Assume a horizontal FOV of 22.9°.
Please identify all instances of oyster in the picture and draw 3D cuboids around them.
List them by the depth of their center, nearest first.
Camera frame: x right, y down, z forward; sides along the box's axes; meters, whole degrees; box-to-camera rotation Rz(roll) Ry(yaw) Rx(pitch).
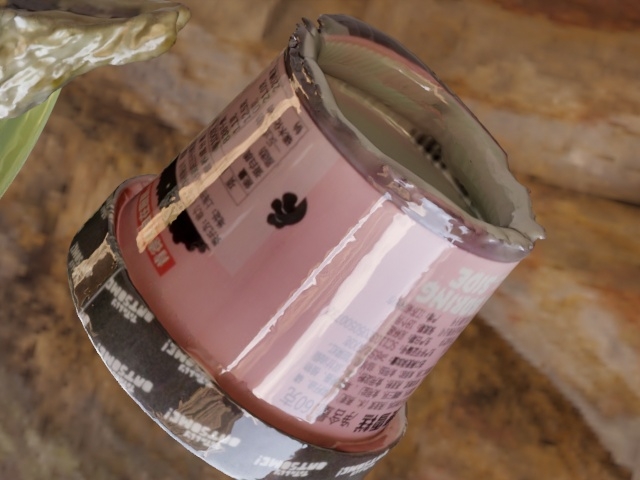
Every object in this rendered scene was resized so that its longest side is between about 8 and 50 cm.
[{"bbox_3d":[-0.119,-0.041,0.410,0.045,0.146,0.121,62,166,-24],"label":"oyster"}]

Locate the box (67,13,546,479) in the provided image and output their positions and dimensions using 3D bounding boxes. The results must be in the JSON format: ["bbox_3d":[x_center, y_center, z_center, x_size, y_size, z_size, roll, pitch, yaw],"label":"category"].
[{"bbox_3d":[0.000,0.000,0.607,0.151,0.135,0.151,34,-156,-17],"label":"box"}]

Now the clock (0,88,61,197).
[{"bbox_3d":[-0.205,-0.090,0.806,0.096,0.308,0.235,26,168,5],"label":"clock"}]
